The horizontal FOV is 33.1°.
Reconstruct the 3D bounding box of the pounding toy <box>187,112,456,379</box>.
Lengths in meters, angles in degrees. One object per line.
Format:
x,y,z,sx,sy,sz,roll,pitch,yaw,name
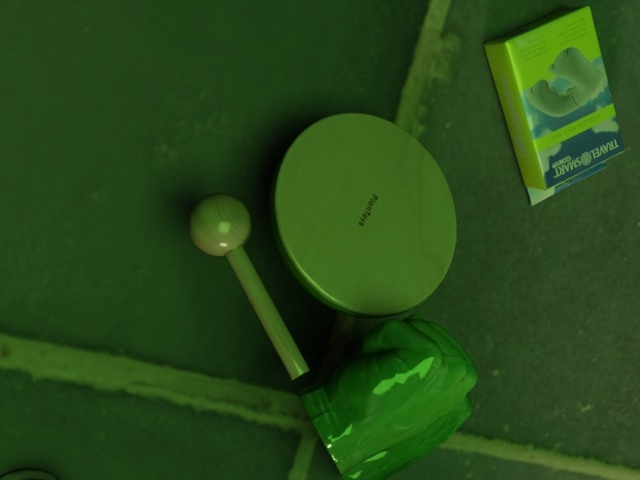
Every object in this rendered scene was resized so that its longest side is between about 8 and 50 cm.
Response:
0.000,0.000,0.963,0.237,0.110,0.183,-32,93,-30,pounding toy

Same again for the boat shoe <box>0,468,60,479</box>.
-0.269,0.351,0.911,0.114,0.091,0.303,5,97,-26,boat shoe

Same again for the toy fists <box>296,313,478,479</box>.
0.063,0.143,0.957,0.142,0.279,0.096,-28,68,-5,toy fists

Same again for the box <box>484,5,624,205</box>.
0.241,-0.134,1.090,0.109,0.042,0.178,-26,108,-19,box
